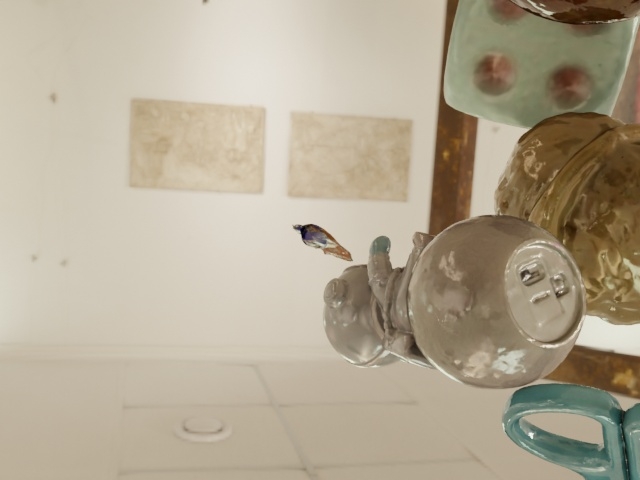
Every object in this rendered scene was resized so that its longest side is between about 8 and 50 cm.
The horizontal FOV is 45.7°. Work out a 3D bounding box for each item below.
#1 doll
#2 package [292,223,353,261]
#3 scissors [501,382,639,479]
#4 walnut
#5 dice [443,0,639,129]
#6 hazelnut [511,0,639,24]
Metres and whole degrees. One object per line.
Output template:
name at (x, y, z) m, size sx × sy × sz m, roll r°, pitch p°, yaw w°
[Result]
doll at (0.098, 0.063, 0.689) m, size 0.151 × 0.150 × 0.287 m, roll 0°, pitch 171°, yaw -32°
package at (0.001, -0.001, 1.116) m, size 0.077 × 0.033 × 0.111 m, roll 5°, pitch 166°, yaw 26°
scissors at (0.295, 0.250, 0.714) m, size 0.193 × 0.029 × 0.447 m, roll 4°, pitch 146°, yaw 28°
walnut at (0.370, -0.032, 1.018) m, size 0.285 × 0.285 × 0.296 m, roll -1°, pitch -150°, yaw -39°
dice at (0.357, -0.329, 1.238) m, size 0.268 × 0.262 × 0.264 m, roll 13°, pitch -160°, yaw 13°
hazelnut at (0.255, -0.320, 0.774) m, size 0.218 × 0.233 × 0.218 m, roll 12°, pitch 149°, yaw 7°
